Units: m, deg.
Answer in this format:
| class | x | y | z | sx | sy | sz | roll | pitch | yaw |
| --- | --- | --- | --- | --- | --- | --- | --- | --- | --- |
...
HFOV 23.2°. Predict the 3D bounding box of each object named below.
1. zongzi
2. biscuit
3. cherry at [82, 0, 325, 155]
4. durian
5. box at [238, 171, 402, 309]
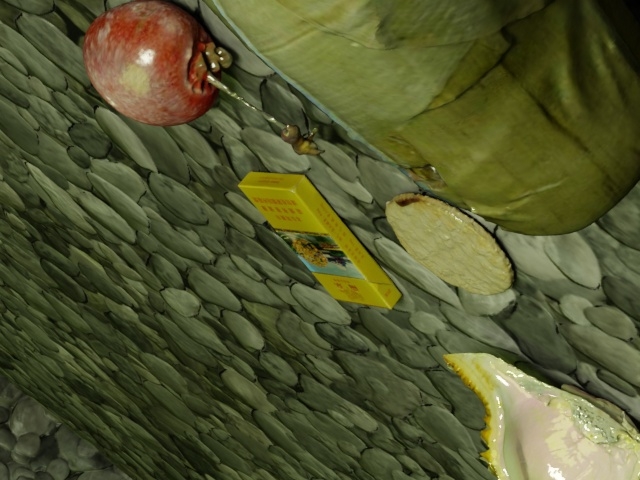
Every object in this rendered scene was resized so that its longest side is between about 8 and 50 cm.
| class | x | y | z | sx | sy | sz | roll | pitch | yaw |
| --- | --- | --- | --- | --- | --- | --- | --- | --- | --- |
| zongzi | 0.072 | -0.111 | 0.723 | 0.356 | 0.174 | 0.393 | 43 | -179 | -23 |
| biscuit | 0.102 | 0.004 | 1.235 | 0.120 | 0.015 | 0.120 | 32 | 158 | 15 |
| cherry | -0.097 | -0.126 | 1.191 | 0.226 | 0.090 | 0.107 | 20 | 145 | 35 |
| durian | 0.196 | 0.162 | 1.311 | 0.224 | 0.078 | 0.140 | 43 | 117 | 20 |
| box | 0.000 | 0.000 | 1.382 | 0.087 | 0.023 | 0.155 | 3 | 139 | 52 |
